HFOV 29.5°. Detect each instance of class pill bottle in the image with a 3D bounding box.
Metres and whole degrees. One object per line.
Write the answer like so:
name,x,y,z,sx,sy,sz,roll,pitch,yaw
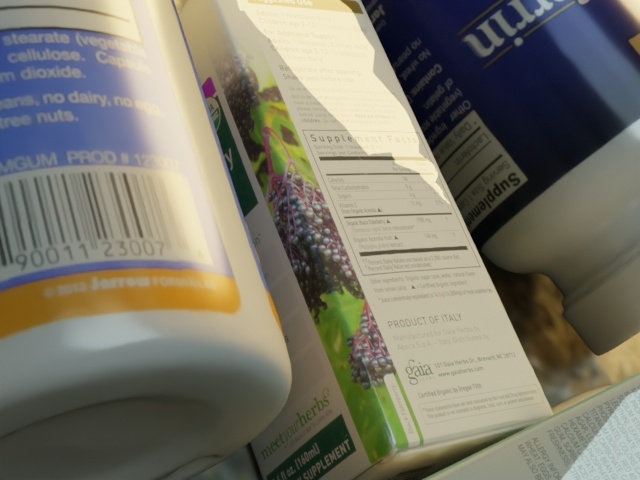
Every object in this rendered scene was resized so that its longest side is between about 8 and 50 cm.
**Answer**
pill bottle,-0.119,-0.043,0.456,0.152,0.152,0.272,1,58,-37
pill bottle,0.118,-0.078,0.659,0.153,0.153,0.265,-28,78,-45

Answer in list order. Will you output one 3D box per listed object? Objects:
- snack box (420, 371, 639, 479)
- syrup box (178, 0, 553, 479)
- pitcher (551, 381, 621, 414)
snack box,0.148,0.207,0.405,0.187,0.060,0.322,-22,71,-17
syrup box,0.000,0.000,0.554,0.096,0.093,0.237,-4,62,-38
pitcher,0.180,0.127,0.579,0.207,0.178,0.126,0,86,-16
